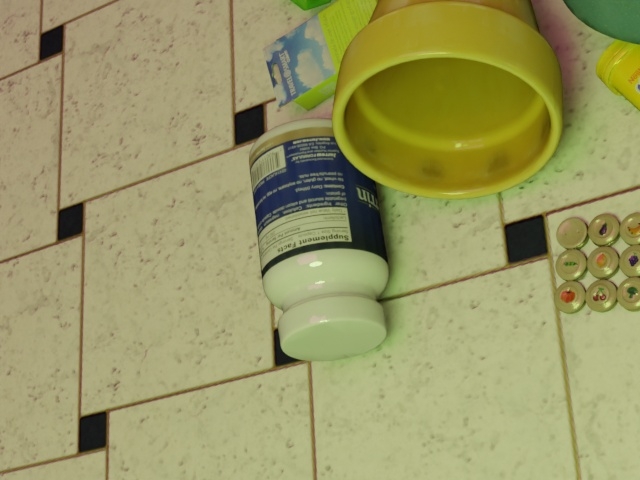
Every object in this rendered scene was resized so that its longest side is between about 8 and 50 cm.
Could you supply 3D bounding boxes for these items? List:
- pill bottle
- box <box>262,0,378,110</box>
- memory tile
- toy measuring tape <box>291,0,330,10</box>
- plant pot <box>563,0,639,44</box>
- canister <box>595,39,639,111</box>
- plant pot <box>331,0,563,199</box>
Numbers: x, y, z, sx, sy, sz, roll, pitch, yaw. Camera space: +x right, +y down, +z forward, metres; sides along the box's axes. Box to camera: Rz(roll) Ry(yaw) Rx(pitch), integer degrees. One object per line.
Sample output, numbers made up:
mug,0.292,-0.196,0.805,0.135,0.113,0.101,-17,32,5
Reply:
pill bottle,0.000,0.000,1.543,0.153,0.153,0.264,-21,62,27
box,0.014,-0.252,1.700,0.178,0.042,0.109,-30,57,23
memory tile,0.323,0.023,1.397,0.148,0.012,0.113,-4,70,34
toy measuring tape,-0.077,-0.427,1.781,0.121,0.121,0.330,-52,52,7
plant pot,0.372,-0.375,1.345,0.290,0.195,0.290,-11,52,15
canister,0.398,-0.170,1.382,0.126,0.073,0.170,-46,54,11
plant pot,0.150,-0.215,1.478,0.254,0.254,0.239,-15,50,30
